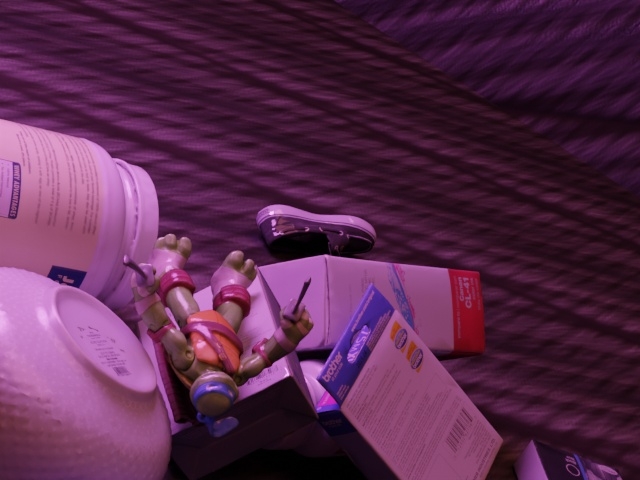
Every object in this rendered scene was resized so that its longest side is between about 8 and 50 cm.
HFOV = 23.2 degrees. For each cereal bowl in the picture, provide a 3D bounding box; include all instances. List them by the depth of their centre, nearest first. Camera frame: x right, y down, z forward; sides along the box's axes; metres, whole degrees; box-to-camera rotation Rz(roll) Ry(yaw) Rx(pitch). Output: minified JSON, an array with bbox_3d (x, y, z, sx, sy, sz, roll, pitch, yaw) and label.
[{"bbox_3d":[-0.287,0.153,1.741,0.339,0.141,0.339,44,12,-12],"label":"cereal bowl"}]

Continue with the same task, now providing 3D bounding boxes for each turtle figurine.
[{"bbox_3d":[-0.116,0.061,1.819,0.198,0.274,0.266,-14,29,-4],"label":"turtle figurine"}]

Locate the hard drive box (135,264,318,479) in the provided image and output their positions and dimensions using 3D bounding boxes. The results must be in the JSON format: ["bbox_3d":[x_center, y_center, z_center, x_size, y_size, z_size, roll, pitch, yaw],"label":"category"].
[{"bbox_3d":[-0.122,0.162,1.960,0.089,0.181,0.232,60,6,-38],"label":"hard drive box"}]

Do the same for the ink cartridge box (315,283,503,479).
[{"bbox_3d":[0.104,0.228,2.023,0.311,0.065,0.186,52,47,-23],"label":"ink cartridge box"}]

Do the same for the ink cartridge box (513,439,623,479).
[{"bbox_3d":[0.390,0.427,2.203,0.165,0.065,0.332,21,28,-22],"label":"ink cartridge box"}]

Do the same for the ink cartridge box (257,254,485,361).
[{"bbox_3d":[0.048,0.106,2.198,0.306,0.226,0.131,9,76,-42],"label":"ink cartridge box"}]

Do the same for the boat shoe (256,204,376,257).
[{"bbox_3d":[0.000,0.000,2.541,0.228,0.080,0.076,15,47,-37],"label":"boat shoe"}]

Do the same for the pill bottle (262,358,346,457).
[{"bbox_3d":[0.013,0.222,2.073,0.229,0.131,0.131,4,36,-44],"label":"pill bottle"}]

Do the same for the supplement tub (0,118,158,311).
[{"bbox_3d":[-0.393,-0.031,1.963,0.325,0.235,0.235,12,31,-35],"label":"supplement tub"}]
